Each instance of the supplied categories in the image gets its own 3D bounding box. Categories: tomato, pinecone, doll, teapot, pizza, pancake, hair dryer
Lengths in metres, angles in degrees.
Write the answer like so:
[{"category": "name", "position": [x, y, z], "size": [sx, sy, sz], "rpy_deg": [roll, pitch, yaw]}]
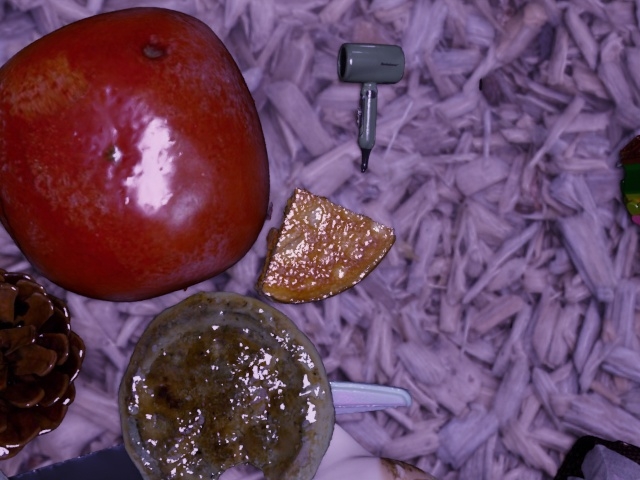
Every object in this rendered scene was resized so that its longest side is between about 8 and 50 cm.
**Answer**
[{"category": "tomato", "position": [-0.202, -0.088, 0.822], "size": [0.338, 0.144, 0.338], "rpy_deg": [0, 91, -10]}, {"category": "pinecone", "position": [-0.336, 0.115, 0.779], "size": [0.208, 0.208, 0.208], "rpy_deg": [-1, 93, -12]}, {"category": "doll", "position": [0.441, -0.053, 0.973], "size": [0.134, 0.106, 0.186], "rpy_deg": [-9, 95, -23]}, {"category": "teapot", "position": [0.074, 0.329, 0.897], "size": [0.204, 0.139, 0.298], "rpy_deg": [-34, 112, 28]}, {"category": "pizza", "position": [0.000, 0.001, 0.914], "size": [0.175, 0.046, 0.134], "rpy_deg": [-14, 96, -11]}, {"category": "pancake", "position": [-0.109, 0.175, 0.863], "size": [0.253, 0.037, 0.253], "rpy_deg": [-1, 82, 10]}, {"category": "hair dryer", "position": [0.057, -0.154, 0.923], "size": [0.071, 0.047, 0.150], "rpy_deg": [0, 99, -13]}]

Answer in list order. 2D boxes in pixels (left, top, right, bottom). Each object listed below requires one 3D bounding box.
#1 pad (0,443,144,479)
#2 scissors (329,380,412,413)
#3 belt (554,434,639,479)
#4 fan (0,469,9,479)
[{"category": "pad", "position": [-0.260, 0.332, 0.899], "size": [0.267, 0.004, 0.181], "rpy_deg": [-14, 95, -11]}, {"category": "scissors", "position": [-0.018, 0.185, 0.928], "size": [0.256, 0.030, 0.125], "rpy_deg": [1, 94, -9]}, {"category": "belt", "position": [0.328, 0.382, 0.935], "size": [0.164, 0.184, 0.289], "rpy_deg": [19, 84, -7]}, {"category": "fan", "position": [-0.305, 0.315, 0.883], "size": [0.113, 0.005, 0.175], "rpy_deg": [-42, 101, -6]}]
